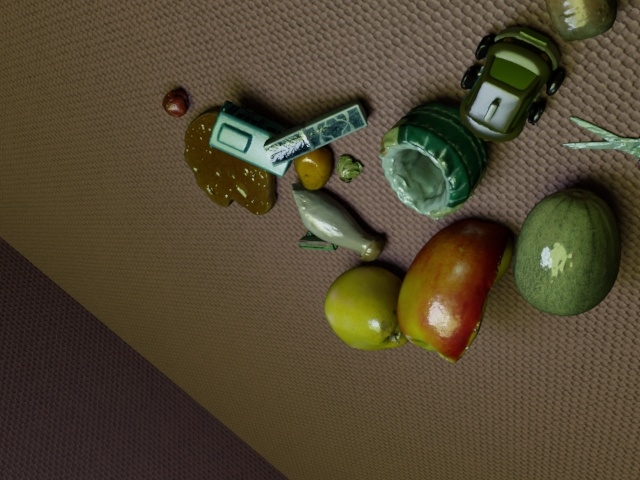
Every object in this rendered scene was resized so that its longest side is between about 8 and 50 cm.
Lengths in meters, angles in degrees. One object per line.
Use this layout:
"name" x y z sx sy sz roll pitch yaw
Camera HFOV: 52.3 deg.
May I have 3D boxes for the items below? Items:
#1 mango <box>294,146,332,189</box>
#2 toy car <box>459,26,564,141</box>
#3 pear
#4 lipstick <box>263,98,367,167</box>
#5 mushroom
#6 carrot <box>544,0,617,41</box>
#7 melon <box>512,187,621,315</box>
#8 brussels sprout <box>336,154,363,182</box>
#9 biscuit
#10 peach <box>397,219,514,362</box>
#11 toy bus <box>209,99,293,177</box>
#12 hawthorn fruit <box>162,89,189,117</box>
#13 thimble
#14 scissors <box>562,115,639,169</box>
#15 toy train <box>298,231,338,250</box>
"mango" -0.017 -0.218 1.930 0.115 0.089 0.165 -15 131 11
"toy car" 0.400 -0.322 1.440 0.204 0.198 0.247 30 141 10
"pear" 0.151 0.225 2.029 0.285 0.336 0.284 3 111 7
"lipstick" -0.012 -0.294 1.777 0.290 0.076 0.077 -23 112 12
"mushroom" 0.041 -0.056 2.015 0.350 0.128 0.128 35 139 1
"carrot" 0.476 -0.533 1.248 0.139 0.138 0.301 -8 119 41
"melon" 0.593 0.031 1.573 0.249 0.248 0.329 17 129 25
"brussels sprout" 0.075 -0.203 1.907 0.085 0.058 0.085 36 154 21
"biscuit" -0.287 -0.246 2.128 0.359 0.074 0.381 -20 114 45
"peach" 0.360 0.114 1.789 0.243 0.380 0.306 29 164 11
"toy bus" -0.194 -0.297 1.906 0.256 0.147 0.128 24 115 -3
"hawthorn fruit" -0.458 -0.435 2.086 0.093 0.093 0.093 21 136 22
"thimble" 0.287 -0.196 1.645 0.254 0.167 0.288 13 141 44
"scissors" 0.676 -0.216 1.467 0.248 0.017 0.144 19 135 25
"toy train" 0.000 0.000 2.130 0.148 0.071 0.038 4 128 35
